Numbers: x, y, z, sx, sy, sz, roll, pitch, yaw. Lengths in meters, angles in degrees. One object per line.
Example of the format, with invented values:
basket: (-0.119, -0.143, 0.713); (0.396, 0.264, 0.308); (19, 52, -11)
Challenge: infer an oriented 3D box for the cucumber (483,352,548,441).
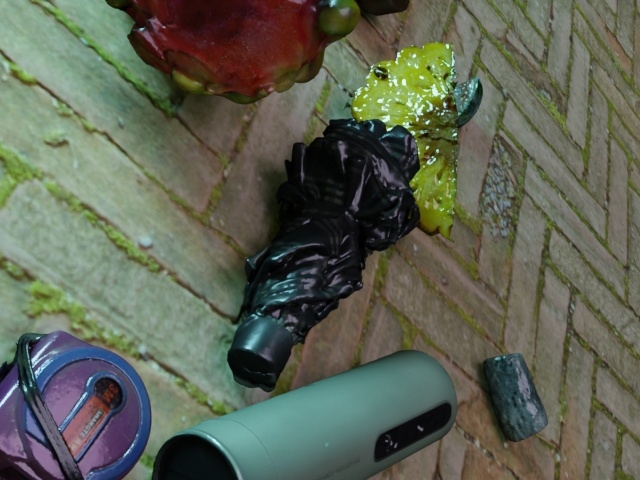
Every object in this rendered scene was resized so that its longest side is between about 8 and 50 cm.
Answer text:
cucumber: (0.250, 0.201, 1.177); (0.064, 0.064, 0.112); (-13, 80, -52)

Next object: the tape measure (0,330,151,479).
tape measure: (-0.190, 0.131, 0.664); (0.125, 0.074, 0.118); (47, 47, -16)

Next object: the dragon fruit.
dragon fruit: (-0.094, -0.272, 0.857); (0.307, 0.227, 0.243); (62, 2, 2)

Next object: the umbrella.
umbrella: (-0.008, -0.009, 0.916); (0.154, 0.128, 0.336); (42, 51, 3)

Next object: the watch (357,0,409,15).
watch: (0.123, -0.506, 1.143); (0.314, 0.326, 0.335); (39, 43, -42)

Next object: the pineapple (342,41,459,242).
pineapple: (0.096, -0.114, 1.135); (0.164, 0.139, 0.250); (96, -5, -84)

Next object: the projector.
projector: (0.002, 0.184, 0.842); (0.337, 0.108, 0.108); (-9, 79, -52)

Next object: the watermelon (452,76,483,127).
watermelon: (0.207, -0.208, 1.355); (0.061, 0.085, 0.085); (34, 39, 6)
